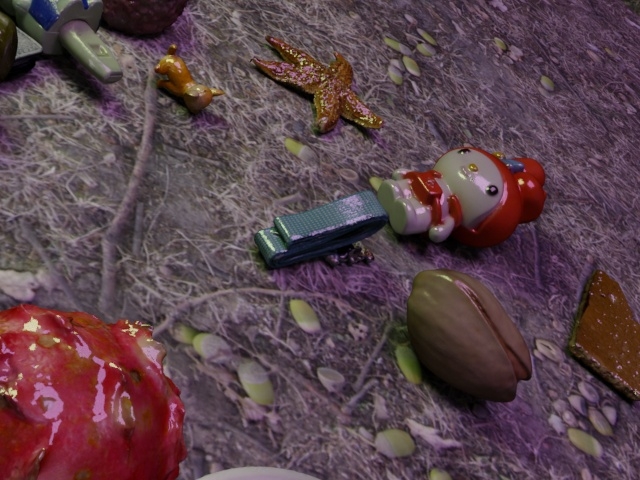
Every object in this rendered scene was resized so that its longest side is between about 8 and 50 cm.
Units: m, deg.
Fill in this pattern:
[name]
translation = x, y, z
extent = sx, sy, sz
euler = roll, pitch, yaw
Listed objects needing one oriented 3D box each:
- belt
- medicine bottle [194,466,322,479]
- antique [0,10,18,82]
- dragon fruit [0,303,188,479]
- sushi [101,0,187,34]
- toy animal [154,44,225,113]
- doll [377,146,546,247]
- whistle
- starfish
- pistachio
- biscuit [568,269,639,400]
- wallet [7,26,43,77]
[belt]
translation = -0.003, -0.004, 1.185
extent = 0.179, 0.100, 0.065
euler = -15, 60, -31
[medicine bottle]
translation = -0.085, 0.287, 0.544
extent = 0.190, 0.332, 0.190
euler = 23, 38, -19
[antique]
translation = -0.430, -0.223, 0.992
extent = 0.221, 0.080, 0.081
euler = 10, 56, -12
[dragon fruit]
translation = -0.228, 0.143, 0.699
extent = 0.268, 0.205, 0.210
euler = 15, 48, -32
[sushi]
translation = -0.247, -0.381, 1.365
extent = 0.161, 0.107, 0.241
euler = 44, 35, 3
[toy animal]
translation = -0.172, -0.211, 1.264
extent = 0.083, 0.081, 0.060
euler = 28, 28, 22
[doll]
translation = 0.222, -0.064, 1.382
extent = 0.290, 0.130, 0.161
euler = -9, 48, -28
[whistle]
translation = -0.331, -0.287, 1.191
extent = 0.244, 0.092, 0.110
euler = 46, 25, 14
[starfish]
translation = 0.005, -0.246, 1.482
extent = 0.227, 0.043, 0.240
euler = 33, 33, -8
[pistachio]
translation = 0.176, 0.113, 1.149
extent = 0.185, 0.124, 0.124
euler = 41, 35, 6
[biscuit]
translation = 0.441, 0.138, 1.433
extent = 0.131, 0.026, 0.237
euler = 40, 34, 1
[wallet]
translation = -0.447, -0.256, 1.105
extent = 0.222, 0.036, 0.167
euler = 41, 35, 6
